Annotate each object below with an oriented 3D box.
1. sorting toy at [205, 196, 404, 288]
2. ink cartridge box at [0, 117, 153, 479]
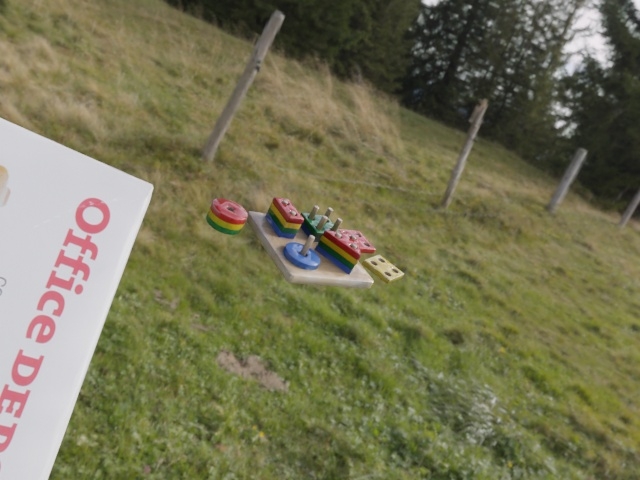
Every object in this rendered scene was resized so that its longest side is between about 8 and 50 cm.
[{"bbox_3d":[0.000,0.000,0.792,0.274,0.046,0.132,8,32,-39],"label":"sorting toy"},{"bbox_3d":[-0.343,0.024,0.399,0.384,0.279,0.160,24,-21,-25],"label":"ink cartridge box"}]
